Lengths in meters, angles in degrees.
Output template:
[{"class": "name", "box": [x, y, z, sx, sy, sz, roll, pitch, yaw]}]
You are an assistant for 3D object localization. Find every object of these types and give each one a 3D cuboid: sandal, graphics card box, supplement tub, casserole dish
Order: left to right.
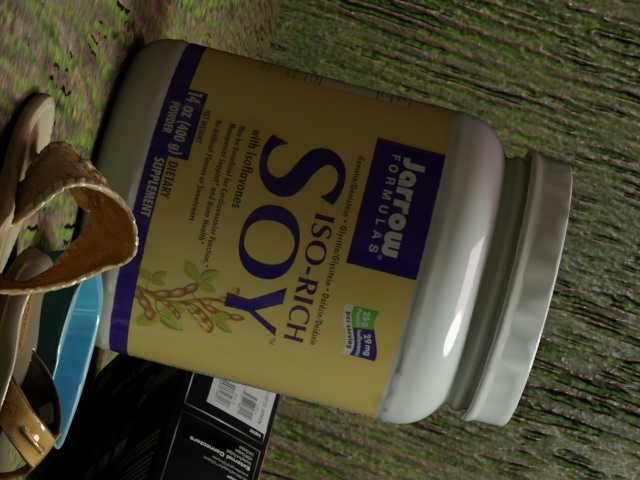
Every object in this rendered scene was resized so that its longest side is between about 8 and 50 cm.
[{"class": "sandal", "box": [-0.170, 0.092, 1.097, 0.072, 0.049, 0.180, -75, 179, -75]}, {"class": "casserole dish", "box": [-0.170, 0.067, 1.215, 0.188, 0.037, 0.114, 106, -2, -74]}, {"class": "sandal", "box": [-0.132, 0.001, 0.950, 0.240, 0.079, 0.088, -75, 180, -66]}, {"class": "graphics card box", "box": [-0.143, 0.223, 1.529, 0.233, 0.094, 0.371, -42, -154, 45]}, {"class": "supplement tub", "box": [0.000, 0.000, 1.424, 0.241, 0.331, 0.241, 14, 90, -90]}]
